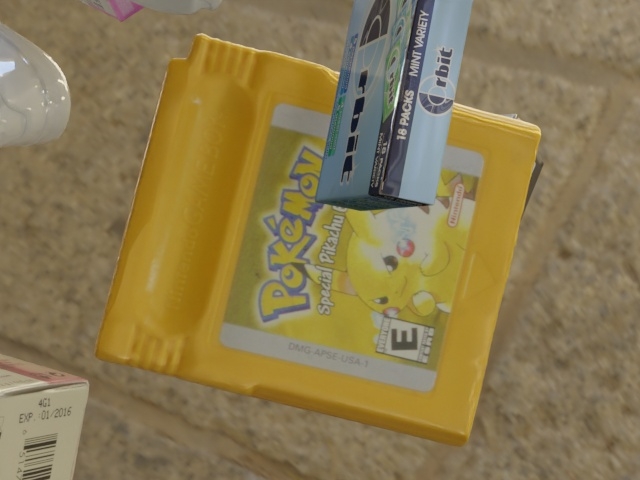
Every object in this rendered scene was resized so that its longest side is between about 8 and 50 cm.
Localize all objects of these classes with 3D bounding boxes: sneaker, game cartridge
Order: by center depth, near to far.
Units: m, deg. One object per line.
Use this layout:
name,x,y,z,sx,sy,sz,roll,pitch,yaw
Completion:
sneaker,-0.353,-0.151,1.214,0.292,0.169,0.108,30,120,29
game cartridge,0.000,0.000,1.309,0.324,0.053,0.285,14,86,-9

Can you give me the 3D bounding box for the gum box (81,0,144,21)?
gum box,-0.150,-0.236,1.223,0.107,0.062,0.188,-35,27,-11

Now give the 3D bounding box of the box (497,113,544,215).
box,0.037,-0.004,1.528,0.307,0.076,0.242,1,51,37

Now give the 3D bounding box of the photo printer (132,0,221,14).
photo printer,-0.045,-0.330,0.970,0.107,0.256,0.307,20,58,1

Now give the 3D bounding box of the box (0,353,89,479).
box,-0.305,0.147,1.126,0.232,0.127,0.148,14,96,23

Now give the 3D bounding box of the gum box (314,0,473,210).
gum box,0.048,-0.101,1.067,0.041,0.184,0.157,12,87,-12
